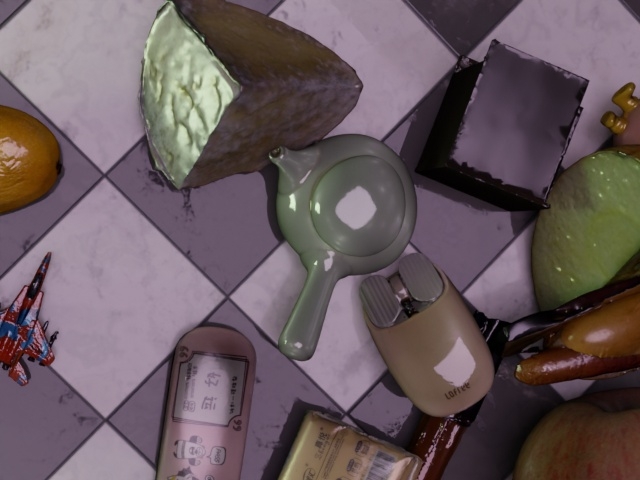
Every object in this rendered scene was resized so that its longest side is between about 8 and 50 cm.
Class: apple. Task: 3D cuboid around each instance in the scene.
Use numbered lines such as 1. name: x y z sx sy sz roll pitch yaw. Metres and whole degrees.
1. apple: 0.436 0.342 1.738 0.345 0.345 0.269 -8 74 -9
2. apple: 0.442 -0.010 1.762 0.254 0.346 0.179 27 47 -3

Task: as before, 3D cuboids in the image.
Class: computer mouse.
1. computer mouse: 0.153 0.138 1.760 0.145 0.082 0.236 -28 74 6

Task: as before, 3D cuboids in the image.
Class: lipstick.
1. lipstick: 0.169 0.299 1.806 0.077 0.077 0.418 28 88 -9

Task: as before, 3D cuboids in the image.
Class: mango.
1. mango: -0.487 -0.109 1.673 0.262 0.109 0.157 0 101 -5

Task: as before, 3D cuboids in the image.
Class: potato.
1. potato: -0.113 -0.215 1.744 0.264 0.211 0.189 -8 52 -40

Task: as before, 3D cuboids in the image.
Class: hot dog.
1. hot dog: 0.408 0.153 1.774 0.326 0.194 0.107 -20 65 -13

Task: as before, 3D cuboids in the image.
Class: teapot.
1. teapot: 0.037 0.006 1.740 0.220 0.149 0.318 -3 91 -8

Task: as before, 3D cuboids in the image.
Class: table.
1. table: 0.267 -0.161 1.768 0.172 0.169 0.193 21 86 -10

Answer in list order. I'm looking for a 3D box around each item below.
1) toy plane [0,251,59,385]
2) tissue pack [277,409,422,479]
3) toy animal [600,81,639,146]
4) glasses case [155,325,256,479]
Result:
1. toy plane: -0.417 0.104 1.711 0.130 0.061 0.189 24 83 -9
2. tissue pack: 0.023 0.376 1.752 0.186 0.090 0.222 21 88 17
3. toy animal: 0.520 -0.139 1.832 0.230 0.156 0.156 38 85 -18
4. glasses case: -0.168 0.279 1.747 0.122 0.075 0.314 9 89 -13
